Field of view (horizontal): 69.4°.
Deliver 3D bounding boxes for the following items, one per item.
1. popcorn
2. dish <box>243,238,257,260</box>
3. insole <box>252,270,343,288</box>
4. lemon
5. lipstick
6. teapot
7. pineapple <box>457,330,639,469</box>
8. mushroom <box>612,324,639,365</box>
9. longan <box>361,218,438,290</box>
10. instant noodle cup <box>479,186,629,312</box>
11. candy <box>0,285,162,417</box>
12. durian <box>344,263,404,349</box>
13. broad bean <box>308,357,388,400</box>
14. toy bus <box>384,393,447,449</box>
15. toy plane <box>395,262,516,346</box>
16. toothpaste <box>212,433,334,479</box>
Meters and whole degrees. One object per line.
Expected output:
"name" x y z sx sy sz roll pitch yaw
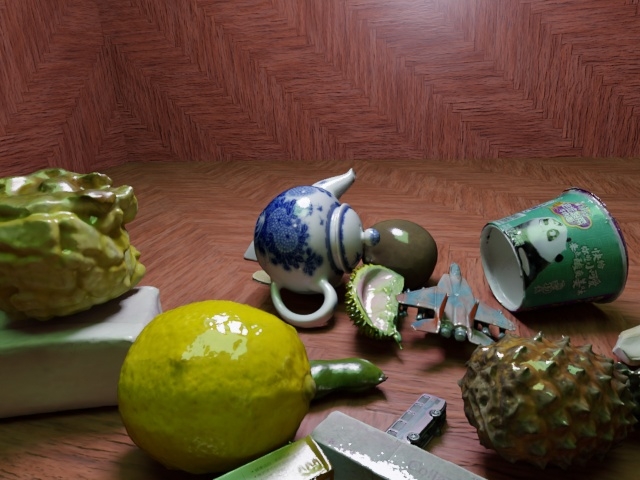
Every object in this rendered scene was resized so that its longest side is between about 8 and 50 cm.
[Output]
"popcorn" -0.436 -0.001 0.790 0.293 0.236 0.293 -2 22 1
"dish" -0.096 0.015 1.347 0.234 0.064 0.154 10 23 30
"insole" -0.062 0.099 1.185 0.248 0.011 0.081 4 21 19
"lemon" -0.143 0.194 0.633 0.289 0.233 0.233 -7 18 21
"lipstick" 0.129 0.295 0.528 0.318 0.068 0.066 12 26 36
"teapot" 0.000 0.000 1.062 0.280 0.252 0.423 -2 56 22
"pineapple" 0.371 0.213 0.613 0.362 0.174 0.175 8 18 -10
"mushroom" 0.584 0.170 0.794 0.209 0.071 0.084 -14 54 -18
"longan" 0.187 0.033 1.101 0.190 0.189 0.189 -3 20 1
"instant noodle cup" 0.461 0.033 0.961 0.190 0.251 0.251 -14 21 -2
"candy" -0.458 0.194 0.809 0.359 0.144 0.208 -5 19 -5
"durian" 0.103 0.133 0.925 0.137 0.095 0.220 23 26 -1
"broad bean" -0.047 0.226 0.771 0.318 0.055 0.098 -1 20 13
"toy bus" 0.133 0.266 0.653 0.052 0.036 0.131 11 24 40
"toy plane" 0.266 0.118 0.931 0.223 0.104 0.326 12 15 11
"toothpaste" -0.132 0.317 0.491 0.313 0.089 0.071 -14 29 -28
